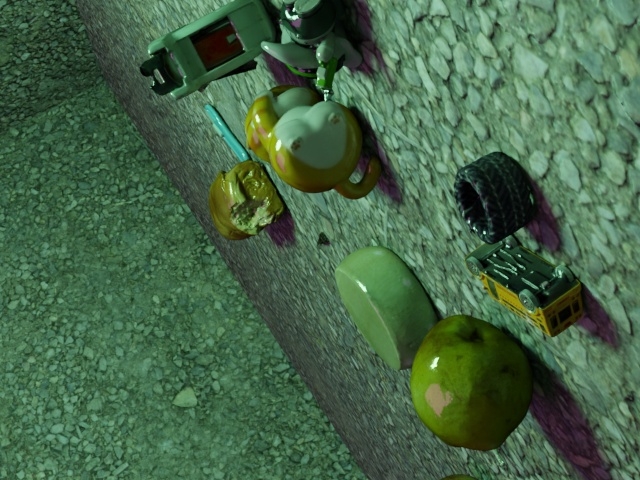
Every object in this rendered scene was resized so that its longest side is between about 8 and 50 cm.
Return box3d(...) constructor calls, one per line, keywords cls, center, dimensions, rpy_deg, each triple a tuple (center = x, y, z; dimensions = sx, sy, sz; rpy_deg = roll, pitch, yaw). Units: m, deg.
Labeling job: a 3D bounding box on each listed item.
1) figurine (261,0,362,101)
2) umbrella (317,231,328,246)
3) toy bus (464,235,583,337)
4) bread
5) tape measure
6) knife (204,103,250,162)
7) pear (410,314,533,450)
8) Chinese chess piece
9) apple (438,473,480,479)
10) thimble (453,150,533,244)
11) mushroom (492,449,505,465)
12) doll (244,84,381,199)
box3d(cls="figurine", center=(-0.014, -0.296, 1.278), dimensions=(0.147, 0.126, 0.192), rpy_deg=(34, 170, 19))
box3d(cls="umbrella", center=(0.002, -0.001, 2.066), dimensions=(0.031, 0.020, 0.083), rpy_deg=(59, 172, 5))
box3d(cls="toy bus", center=(0.260, 0.055, 1.128), dimensions=(0.162, 0.069, 0.074), rpy_deg=(39, 158, 54))
box3d(cls="bread", center=(-0.215, -0.099, 2.353), dimensions=(0.195, 0.148, 0.344), rpy_deg=(57, 167, -2))
box3d(cls="tape measure", center=(-0.198, -0.339, 1.576), dimensions=(0.125, 0.246, 0.243), rpy_deg=(64, 177, -16))
box3d(cls="knife", center=(-0.252, -0.283, 2.354), dimensions=(0.222, 0.031, 0.064), rpy_deg=(53, 163, 25))
box3d(cls="pear", center=(0.228, 0.217, 1.343), dimensions=(0.200, 0.200, 0.200), rpy_deg=(54, 166, 21))
box3d(cls="Chinese chess piece", center=(0.128, 0.129, 1.699), dimensions=(0.250, 0.101, 0.250), rpy_deg=(54, 166, 21))
box3d(cls="apple", center=(0.307, 0.602, 1.884), dimensions=(0.174, 0.188, 0.188), rpy_deg=(7, 127, 64))
box3d(cls="thimble", center=(0.212, -0.052, 1.081), dimensions=(0.095, 0.066, 0.104), rpy_deg=(55, 166, 28))
box3d(cls="mushroom", center=(0.268, 0.315, 1.739), dimensions=(0.306, 0.043, 0.068), rpy_deg=(48, 180, 36))
box3d(cls="doll", center=(-0.034, -0.181, 1.510), dimensions=(0.269, 0.166, 0.162), rpy_deg=(49, 162, 48))
